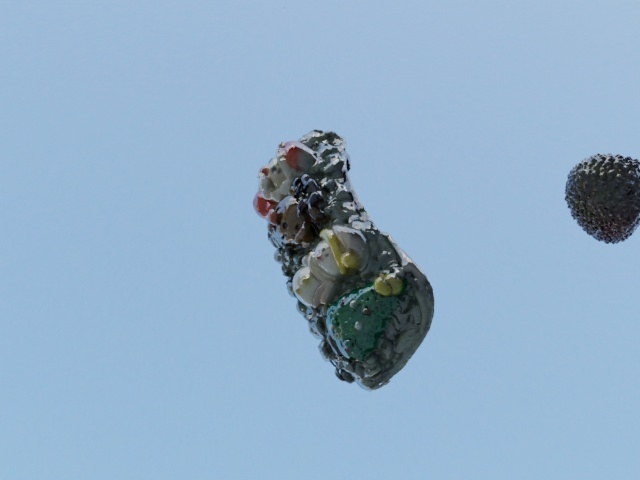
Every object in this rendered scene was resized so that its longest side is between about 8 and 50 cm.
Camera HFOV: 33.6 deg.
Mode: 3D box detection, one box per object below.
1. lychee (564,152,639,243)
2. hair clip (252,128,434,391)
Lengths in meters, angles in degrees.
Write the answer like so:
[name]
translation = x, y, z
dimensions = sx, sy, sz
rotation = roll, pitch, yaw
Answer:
[lychee]
translation = 0.235, -0.034, 0.856
dimensions = 0.083, 0.067, 0.068
rotation = 31, -36, -13
[hair clip]
translation = -0.001, 0.000, 1.026
dimensions = 0.091, 0.321, 0.138
rotation = 26, -68, -34
